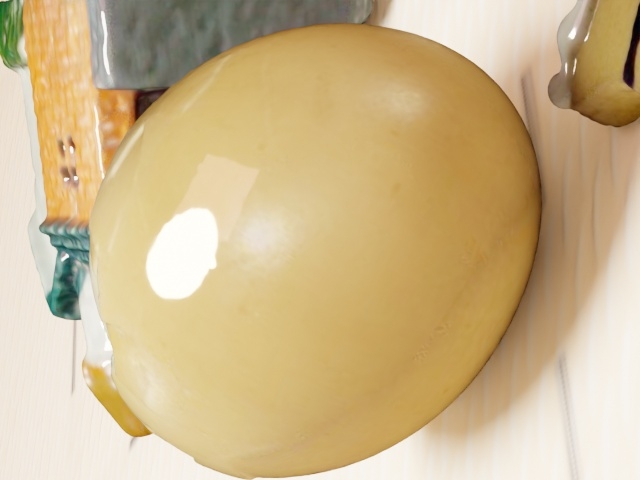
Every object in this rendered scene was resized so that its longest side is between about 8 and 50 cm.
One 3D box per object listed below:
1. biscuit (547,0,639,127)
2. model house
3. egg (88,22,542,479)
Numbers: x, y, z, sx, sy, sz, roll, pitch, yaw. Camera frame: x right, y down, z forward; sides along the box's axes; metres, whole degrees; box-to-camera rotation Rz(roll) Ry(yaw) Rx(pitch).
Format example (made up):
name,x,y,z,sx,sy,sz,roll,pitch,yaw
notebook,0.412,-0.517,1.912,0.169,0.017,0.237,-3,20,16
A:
name,x,y,z,sx,sy,sz,roll,pitch,yaw
biscuit,0.175,-0.097,0.751,0.301,0.049,0.197,-129,53,-63
model house,-0.086,-0.030,1.261,0.271,0.190,0.301,-174,81,-65
egg,0.000,0.000,0.932,0.244,0.201,0.201,-36,44,44
